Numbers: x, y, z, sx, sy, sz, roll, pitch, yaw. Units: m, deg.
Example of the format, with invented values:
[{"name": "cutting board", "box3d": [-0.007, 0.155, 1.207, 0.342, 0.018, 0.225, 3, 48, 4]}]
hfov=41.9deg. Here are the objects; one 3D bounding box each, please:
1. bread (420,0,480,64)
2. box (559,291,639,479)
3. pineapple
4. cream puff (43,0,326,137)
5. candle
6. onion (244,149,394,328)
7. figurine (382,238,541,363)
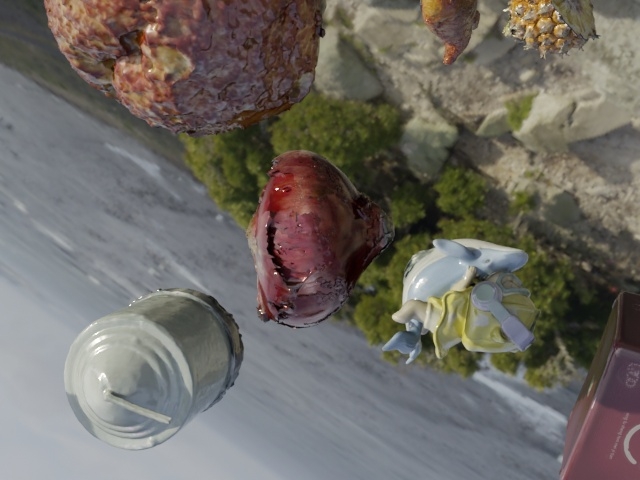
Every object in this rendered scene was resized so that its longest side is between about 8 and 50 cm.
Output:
[{"name": "bread", "box3d": [0.277, -0.467, 1.715, 0.095, 0.139, 0.269, 32, 178, 31]}, {"name": "box", "box3d": [0.429, 0.217, 1.087, 0.168, 0.193, 0.294, 19, 119, 15]}, {"name": "pineapple", "box3d": [0.373, -0.383, 1.433, 0.137, 0.161, 0.176, -23, 105, 44]}, {"name": "cream puff", "box3d": [-0.109, -0.175, 0.641, 0.240, 0.164, 0.240, 15, 161, 5]}, {"name": "candle", "box3d": [-0.264, 0.197, 1.304, 0.221, 0.221, 0.342, 34, -169, 8]}, {"name": "onion", "box3d": [0.000, 0.000, 0.835, 0.147, 0.184, 0.184, -1, 156, 8]}, {"name": "figurine", "box3d": [0.174, 0.083, 1.038, 0.184, 0.208, 0.128, 49, -173, 31]}]
